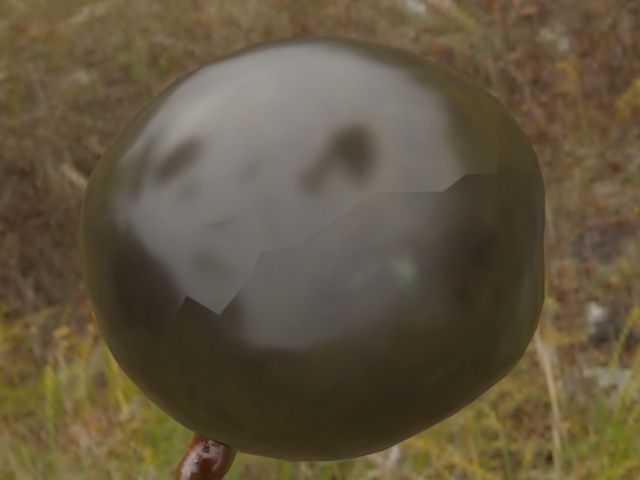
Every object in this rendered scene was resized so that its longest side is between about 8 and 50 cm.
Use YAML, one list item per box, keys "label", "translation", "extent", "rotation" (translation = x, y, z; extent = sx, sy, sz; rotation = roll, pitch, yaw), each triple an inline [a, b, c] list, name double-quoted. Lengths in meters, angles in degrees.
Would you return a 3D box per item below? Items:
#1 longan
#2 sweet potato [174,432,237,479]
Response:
- label: "longan"
  translation: [0.000, 0.000, 1.561]
  extent: [0.404, 0.336, 0.404]
  rotation: [-1, 29, 1]
- label: "sweet potato"
  translation: [-0.091, 0.157, 1.708]
  extent: [0.055, 0.058, 0.202]
  rotation: [-6, 48, 28]
